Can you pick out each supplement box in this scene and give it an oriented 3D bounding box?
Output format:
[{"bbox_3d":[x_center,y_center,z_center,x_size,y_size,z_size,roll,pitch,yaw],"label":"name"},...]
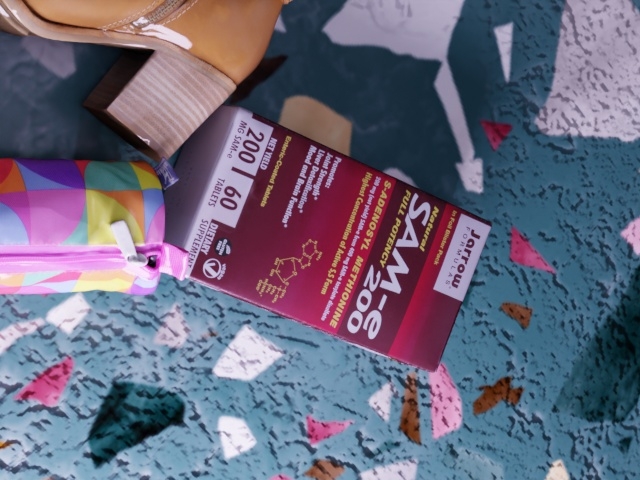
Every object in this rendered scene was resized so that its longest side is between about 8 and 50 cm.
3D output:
[{"bbox_3d":[0.000,0.000,1.282,0.239,0.073,0.130,22,87,-29],"label":"supplement box"}]

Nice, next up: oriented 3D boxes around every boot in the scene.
[{"bbox_3d":[-0.131,-0.215,1.158,0.283,0.109,0.220,41,79,-27],"label":"boot"}]

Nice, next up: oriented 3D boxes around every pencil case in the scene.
[{"bbox_3d":[-0.213,-0.009,1.151,0.236,0.104,0.104,-1,99,-25],"label":"pencil case"}]
